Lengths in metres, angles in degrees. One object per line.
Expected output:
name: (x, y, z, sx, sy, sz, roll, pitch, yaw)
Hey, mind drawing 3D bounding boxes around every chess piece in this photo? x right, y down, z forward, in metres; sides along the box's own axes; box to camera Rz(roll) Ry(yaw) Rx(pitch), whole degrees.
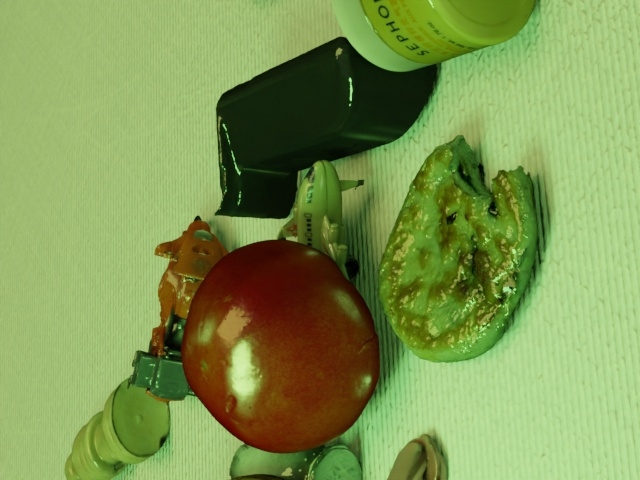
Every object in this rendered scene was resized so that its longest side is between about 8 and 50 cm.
chess piece: (-0.392, 0.369, 2.460, 0.139, 0.124, 0.307, 57, 138, 5)

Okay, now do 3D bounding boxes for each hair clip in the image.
hair clip: (0.134, 0.340, 1.782, 0.123, 0.102, 0.138, -25, 30, 48)

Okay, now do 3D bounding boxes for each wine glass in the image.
wine glass: (-0.038, 0.340, 1.952, 0.204, 0.111, 0.111, -5, 78, 48)

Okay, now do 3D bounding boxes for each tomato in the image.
tomato: (-0.070, 0.150, 1.869, 0.298, 0.226, 0.299, 24, 122, 44)

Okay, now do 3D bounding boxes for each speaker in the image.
speaker: (-0.005, -0.158, 1.986, 0.388, 0.180, 0.184, -17, 75, 53)

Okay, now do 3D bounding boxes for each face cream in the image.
face cream: (0.149, -0.344, 1.763, 0.179, 0.218, 0.218, -9, 75, 53)

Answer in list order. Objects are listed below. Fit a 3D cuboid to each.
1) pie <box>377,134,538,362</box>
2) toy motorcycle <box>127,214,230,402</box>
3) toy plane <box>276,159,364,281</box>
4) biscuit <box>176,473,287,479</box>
pie: (0.175, 0.016, 1.771, 0.302, 0.066, 0.303, -17, 69, 50)
toy motorcycle: (-0.227, 0.117, 2.265, 0.221, 0.147, 0.326, -177, 98, -77)
toy plane: (0.000, 0.000, 1.983, 0.242, 0.104, 0.256, 47, 130, 52)
biscuit: (-0.138, 0.488, 1.887, 0.394, 0.070, 0.350, -48, 62, 23)
